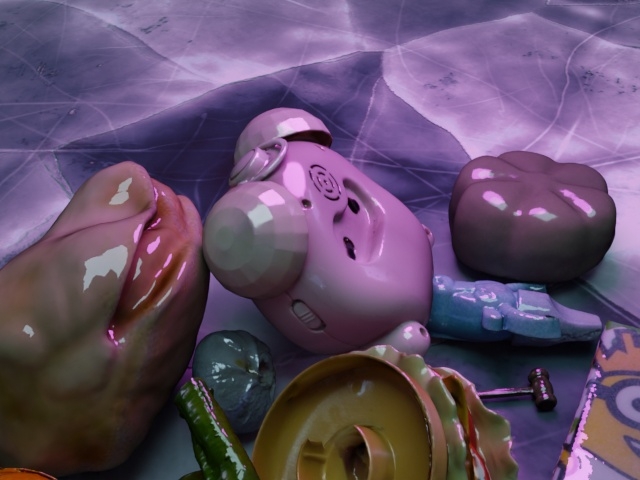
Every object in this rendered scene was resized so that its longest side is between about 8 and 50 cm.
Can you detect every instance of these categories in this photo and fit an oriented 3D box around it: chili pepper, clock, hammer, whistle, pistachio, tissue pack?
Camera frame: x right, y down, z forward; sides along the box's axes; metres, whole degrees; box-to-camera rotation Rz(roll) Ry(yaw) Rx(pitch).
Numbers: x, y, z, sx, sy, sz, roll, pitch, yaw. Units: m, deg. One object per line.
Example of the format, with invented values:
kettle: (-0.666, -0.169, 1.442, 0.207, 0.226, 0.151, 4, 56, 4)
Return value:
chili pepper: (-0.076, 0.291, 0.874, 0.076, 0.085, 0.359, -11, 47, -17)
clock: (0.000, 0.000, 1.207, 0.184, 0.326, 0.342, -39, 21, 24)
hammer: (0.167, 0.210, 1.193, 0.292, 0.029, 0.058, -4, 37, 0)
whistle: (0.260, 0.106, 1.266, 0.273, 0.093, 0.186, 7, 13, 6)
pistachio: (-0.292, 0.095, 1.130, 0.281, 0.365, 0.446, 32, 44, -24)
tissue pack: (0.401, 0.255, 1.041, 0.228, 0.128, 0.311, 17, 43, 20)

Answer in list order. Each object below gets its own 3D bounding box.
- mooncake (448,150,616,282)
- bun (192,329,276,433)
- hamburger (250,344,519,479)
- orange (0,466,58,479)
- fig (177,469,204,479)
mooncake: (0.334, -0.046, 1.406, 0.274, 0.135, 0.275, 1, 32, -1)
bun: (-0.103, 0.179, 1.149, 0.083, 0.141, 0.141, -18, 33, 24)
hamburger: (0.077, 0.258, 0.954, 0.274, 0.212, 0.275, -18, 61, 35)
orange: (-0.341, 0.339, 0.899, 0.182, 0.234, 0.234, 49, 46, -9)
fig: (-0.114, 0.369, 0.965, 0.124, 0.124, 0.236, -6, 62, -5)
